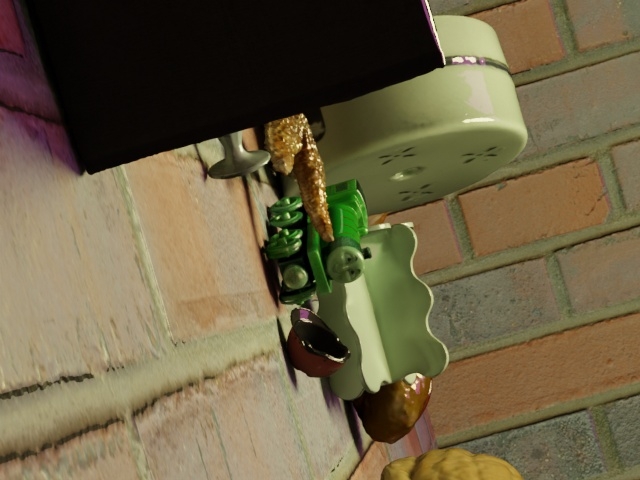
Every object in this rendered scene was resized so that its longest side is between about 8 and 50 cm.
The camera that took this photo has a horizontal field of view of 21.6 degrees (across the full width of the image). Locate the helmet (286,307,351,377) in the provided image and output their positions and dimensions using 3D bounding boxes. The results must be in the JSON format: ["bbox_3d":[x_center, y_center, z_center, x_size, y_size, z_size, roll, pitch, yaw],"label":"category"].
[{"bbox_3d":[-0.012,0.118,1.827,0.065,0.049,0.084,-1,43,-50],"label":"helmet"}]

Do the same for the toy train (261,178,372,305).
[{"bbox_3d":[0.000,0.000,1.940,0.251,0.119,0.085,-94,168,-71],"label":"toy train"}]

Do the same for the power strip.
[{"bbox_3d":[0.087,-0.159,2.212,0.357,0.357,0.161,53,21,-75],"label":"power strip"}]

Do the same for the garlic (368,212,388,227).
[{"bbox_3d":[0.038,-0.053,2.555,0.115,0.128,0.206,32,2,-3],"label":"garlic"}]

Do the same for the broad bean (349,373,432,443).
[{"bbox_3d":[0.084,0.172,2.281,0.122,0.156,0.228,24,39,-22],"label":"broad bean"}]

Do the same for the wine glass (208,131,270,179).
[{"bbox_3d":[-0.101,-0.139,1.603,0.073,0.073,0.155,-92,168,-69],"label":"wine glass"}]

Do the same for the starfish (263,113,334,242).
[{"bbox_3d":[-0.048,-0.133,1.877,0.299,0.060,0.302,60,2,-46],"label":"starfish"}]

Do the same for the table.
[{"bbox_3d":[0.066,0.091,2.100,0.166,0.166,0.198,33,42,-82],"label":"table"}]

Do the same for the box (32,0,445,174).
[{"bbox_3d":[-0.062,-0.206,1.210,0.345,0.251,0.204,-83,156,-76],"label":"box"}]

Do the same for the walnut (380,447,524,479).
[{"bbox_3d":[0.146,0.340,1.867,0.261,0.225,0.225,-71,144,-82],"label":"walnut"}]
